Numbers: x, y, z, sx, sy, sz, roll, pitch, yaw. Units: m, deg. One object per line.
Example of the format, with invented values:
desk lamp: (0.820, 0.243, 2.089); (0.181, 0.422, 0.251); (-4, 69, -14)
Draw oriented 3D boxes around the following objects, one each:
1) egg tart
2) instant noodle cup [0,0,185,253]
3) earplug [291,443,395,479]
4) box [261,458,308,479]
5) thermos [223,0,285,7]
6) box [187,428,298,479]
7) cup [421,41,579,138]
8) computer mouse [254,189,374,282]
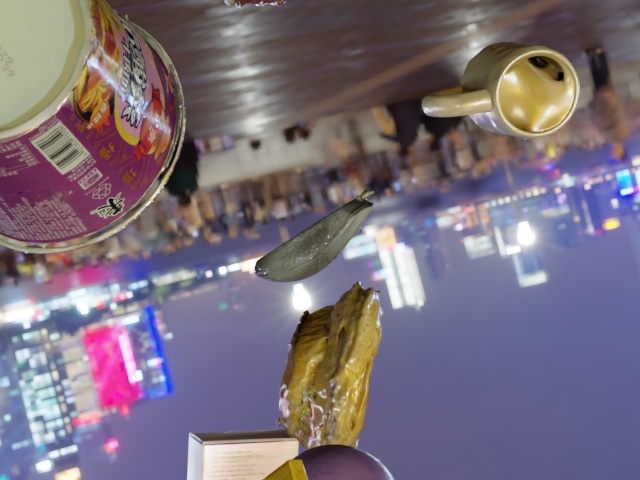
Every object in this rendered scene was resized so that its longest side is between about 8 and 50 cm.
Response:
egg tart: (0.016, 0.228, 1.889); (0.149, 0.352, 0.352); (12, -178, 5)
instant noodle cup: (-0.349, -0.181, 1.329); (0.339, 0.340, 0.266); (-15, 162, 4)
earplug: (-0.050, 0.458, 1.369); (0.215, 0.456, 0.215); (28, 168, 7)
box: (-0.029, 0.308, 1.148); (0.023, 0.155, 0.087); (7, 142, -39)
thermos: (-0.047, -0.410, 1.673); (0.232, 0.099, 0.124); (-37, 179, -11)
box: (-0.155, 0.505, 2.256); (0.203, 0.252, 0.106); (1, -176, -22)
cup: (0.331, -0.257, 2.127); (0.255, 0.173, 0.202); (-35, -163, -5)
computer mouse: (0.002, 0.006, 1.763); (0.229, 0.068, 0.113); (-33, -178, 16)
